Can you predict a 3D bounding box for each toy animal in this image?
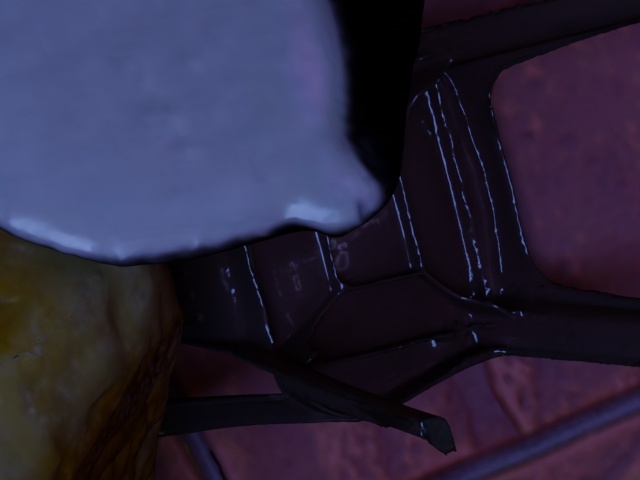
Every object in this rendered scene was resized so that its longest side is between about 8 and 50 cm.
[{"bbox_3d":[-0.046,-0.117,0.561,0.165,0.235,0.187,27,130,-18],"label":"toy animal"}]

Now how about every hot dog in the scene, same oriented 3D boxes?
[{"bbox_3d":[-0.195,0.128,0.682,0.223,0.185,0.405,24,136,9],"label":"hot dog"}]

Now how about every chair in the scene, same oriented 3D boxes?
[{"bbox_3d":[0.000,0.000,0.733,0.326,0.183,0.175,1,108,54],"label":"chair"}]
